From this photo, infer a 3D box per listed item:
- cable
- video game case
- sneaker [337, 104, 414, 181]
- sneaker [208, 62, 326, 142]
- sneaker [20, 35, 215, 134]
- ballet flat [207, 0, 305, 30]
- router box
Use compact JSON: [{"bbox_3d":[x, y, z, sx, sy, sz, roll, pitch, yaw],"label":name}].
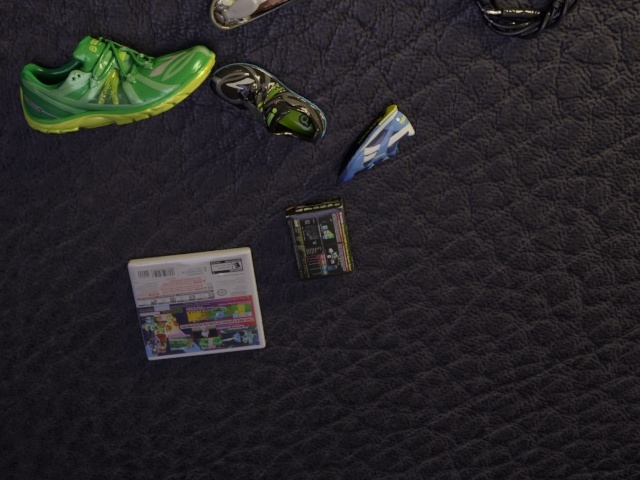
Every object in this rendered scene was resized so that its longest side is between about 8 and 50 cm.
[{"bbox_3d":[0.308,-0.372,1.371,0.184,0.047,0.150,-31,111,12],"label":"cable"},{"bbox_3d":[-0.202,0.106,1.599,0.201,0.023,0.183,-6,114,1],"label":"video game case"},{"bbox_3d":[0.083,-0.137,1.473,0.059,0.053,0.144,37,110,-18],"label":"sneaker"},{"bbox_3d":[-0.074,-0.202,1.428,0.188,0.078,0.067,27,111,-12],"label":"sneaker"},{"bbox_3d":[-0.298,-0.236,1.394,0.295,0.109,0.123,-12,118,6],"label":"sneaker"},{"bbox_3d":[-0.062,-0.354,1.364,0.213,0.068,0.072,-24,113,10],"label":"ballet flat"},{"bbox_3d":[0.000,0.000,1.542,0.092,0.038,0.122,-9,115,4],"label":"router box"}]
